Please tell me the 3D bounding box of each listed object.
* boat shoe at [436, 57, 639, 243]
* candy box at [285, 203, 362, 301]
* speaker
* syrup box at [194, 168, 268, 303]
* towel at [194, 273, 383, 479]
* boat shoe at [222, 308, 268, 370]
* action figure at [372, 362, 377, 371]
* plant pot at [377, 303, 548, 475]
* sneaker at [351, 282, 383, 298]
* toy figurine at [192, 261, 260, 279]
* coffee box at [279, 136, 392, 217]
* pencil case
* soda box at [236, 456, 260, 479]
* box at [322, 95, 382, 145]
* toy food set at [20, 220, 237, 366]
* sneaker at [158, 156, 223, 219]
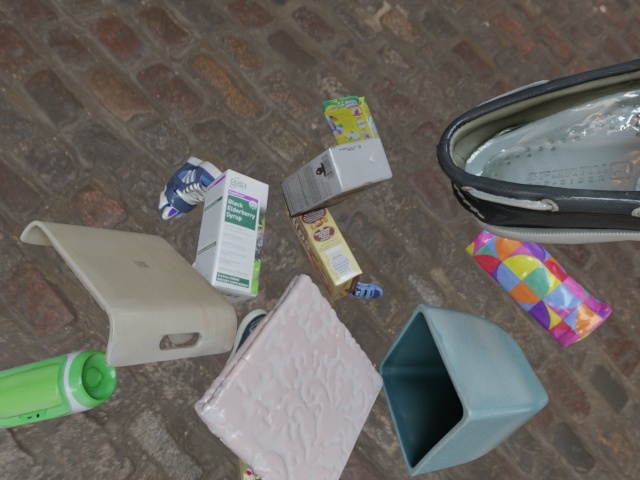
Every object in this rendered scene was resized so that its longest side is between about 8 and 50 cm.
[{"bbox_3d":[0.212,-0.052,0.250,0.091,0.302,0.115,28,61,-47],"label":"boat shoe"},{"bbox_3d":[0.000,0.000,1.330,0.087,0.183,0.317,-24,72,-12],"label":"candy box"},{"bbox_3d":[-0.601,0.325,1.023,0.296,0.131,0.131,-16,75,14],"label":"speaker"},{"bbox_3d":[-0.172,-0.007,0.906,0.093,0.096,0.237,19,63,-34],"label":"syrup box"},{"bbox_3d":[-0.032,0.280,0.857,0.332,0.053,0.317,57,48,-24],"label":"towel"},{"bbox_3d":[-0.135,0.261,0.951,0.095,0.255,0.079,1,27,-44],"label":"boat shoe"},{"bbox_3d":[0.159,0.450,1.503,0.038,0.030,0.115,10,64,16],"label":"action figure"},{"bbox_3d":[0.303,0.302,0.969,0.252,0.247,0.248,5,42,-19],"label":"plant pot"},{"bbox_3d":[0.142,0.172,1.598,0.144,0.059,0.053,12,111,3],"label":"sneaker"},{"bbox_3d":[-0.347,0.195,1.533,0.362,0.191,0.217,-21,38,-10],"label":"toy figurine"},{"bbox_3d":[0.027,-0.139,1.075,0.141,0.246,0.098,-18,89,-30],"label":"coffee box"},{"bbox_3d":[0.351,0.058,0.773,0.104,0.104,0.236,-30,68,-22],"label":"pencil case"},{"bbox_3d":[-0.156,0.512,1.062,0.058,0.181,0.061,-5,62,-15],"label":"soda box"},{"bbox_3d":[0.082,-0.293,1.201,0.105,0.179,0.043,-2,51,27],"label":"box"},{"bbox_3d":[-0.298,0.075,0.732,0.306,0.219,0.093,35,103,31],"label":"toy food set"},{"bbox_3d":[-0.430,-0.148,1.587,0.130,0.322,0.236,40,82,-40],"label":"sneaker"}]
